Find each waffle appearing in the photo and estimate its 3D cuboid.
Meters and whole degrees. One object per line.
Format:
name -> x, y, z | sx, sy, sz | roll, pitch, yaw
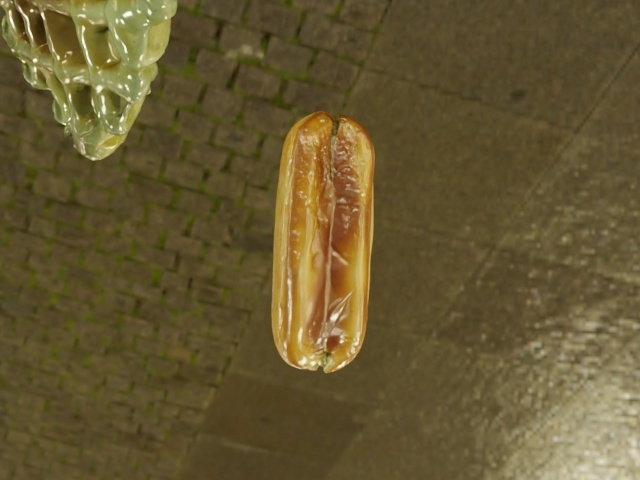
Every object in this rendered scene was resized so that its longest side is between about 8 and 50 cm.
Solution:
waffle -> -0.180, -0.219, 0.800 | 0.056, 0.309, 0.292 | -19, 156, -29

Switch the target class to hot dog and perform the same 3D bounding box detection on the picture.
hot dog -> 0.000, 0.000, 1.164 | 0.100, 0.249, 0.068 | 6, 177, -27
